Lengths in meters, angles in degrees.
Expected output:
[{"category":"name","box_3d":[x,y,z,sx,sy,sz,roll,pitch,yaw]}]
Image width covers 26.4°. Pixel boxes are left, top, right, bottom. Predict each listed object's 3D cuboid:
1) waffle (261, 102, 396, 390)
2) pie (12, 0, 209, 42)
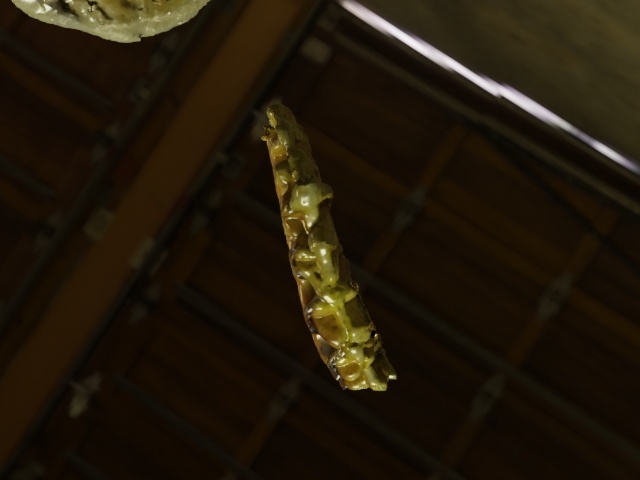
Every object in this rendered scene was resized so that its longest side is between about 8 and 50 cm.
[{"category":"waffle","box_3d":[0.000,0.000,1.175,0.238,0.059,0.243,-105,-2,-65]},{"category":"pie","box_3d":[-0.161,-0.332,1.146,0.339,0.339,0.077,32,176,-38]}]
